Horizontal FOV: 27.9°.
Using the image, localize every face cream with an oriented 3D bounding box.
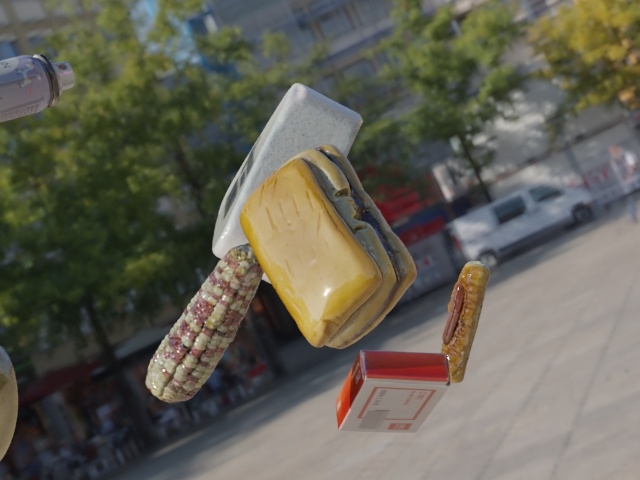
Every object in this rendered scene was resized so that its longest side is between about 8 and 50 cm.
[{"bbox_3d":[-0.409,-0.176,1.565,0.229,0.075,0.075,-21,-4,-32],"label":"face cream"}]

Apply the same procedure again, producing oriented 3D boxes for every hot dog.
[{"bbox_3d":[0.227,0.132,2.110,0.047,0.215,0.066,5,22,-21],"label":"hot dog"}]

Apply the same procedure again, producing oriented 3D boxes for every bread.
[{"bbox_3d":[0.000,0.000,1.209,0.077,0.200,0.116,17,-57,-47],"label":"bread"}]

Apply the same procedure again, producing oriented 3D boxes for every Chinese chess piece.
[{"bbox_3d":[-0.635,0.293,2.287,0.097,0.251,0.251,7,-25,-43],"label":"Chinese chess piece"}]

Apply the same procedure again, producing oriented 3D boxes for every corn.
[{"bbox_3d":[-0.143,0.103,1.634,0.237,0.079,0.079,-59,-12,16],"label":"corn"}]

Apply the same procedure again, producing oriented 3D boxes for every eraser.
[{"bbox_3d":[-0.079,-0.073,2.219,0.331,0.150,0.331,-63,7,13],"label":"eraser"}]

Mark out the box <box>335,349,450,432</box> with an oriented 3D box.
[{"bbox_3d":[0.098,0.211,1.788,0.123,0.050,0.229,3,-26,-9],"label":"box"}]
